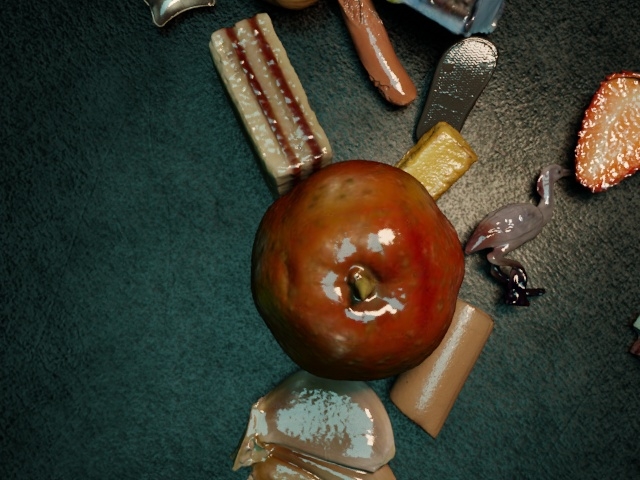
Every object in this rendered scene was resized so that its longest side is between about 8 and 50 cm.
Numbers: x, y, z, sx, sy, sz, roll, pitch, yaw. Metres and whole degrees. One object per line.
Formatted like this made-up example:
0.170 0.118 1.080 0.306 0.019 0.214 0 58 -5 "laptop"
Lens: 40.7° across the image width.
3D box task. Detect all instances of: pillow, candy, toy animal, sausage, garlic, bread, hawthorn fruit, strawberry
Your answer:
-0.288 -0.492 1.738 0.136 0.055 0.091 -25 54 -6 "pillow"
-0.094 -0.246 1.647 0.135 0.179 0.320 -23 81 -5 "candy"
0.392 -0.032 1.686 0.195 0.090 0.324 26 79 -22 "toy animal"
0.223 0.237 1.640 0.123 0.123 0.252 28 84 2 "sausage"
0.100 -0.414 1.724 0.087 0.079 0.326 -21 86 -33 "sausage"
0.002 0.375 1.621 0.325 0.132 0.279 14 85 3 "garlic"
0.201 -0.126 1.680 0.114 0.083 0.211 45 100 -2 "bread"
0.064 0.064 1.499 0.403 0.403 0.402 0 84 -1 "hawthorn fruit"
0.595 -0.216 1.701 0.188 0.106 0.286 39 92 6 "strawberry"

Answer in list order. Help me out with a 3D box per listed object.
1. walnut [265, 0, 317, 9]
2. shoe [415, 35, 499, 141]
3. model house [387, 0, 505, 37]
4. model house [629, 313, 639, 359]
-0.050 -0.564 1.675 0.228 0.228 0.228 0 84 -1 "walnut"
0.263 -0.296 1.716 0.108 0.093 0.241 24 109 -1 "shoe"
0.234 -0.553 1.634 0.303 0.215 0.237 35 121 21 "model house"
0.755 0.153 1.627 0.249 0.230 0.280 38 82 28 "model house"
